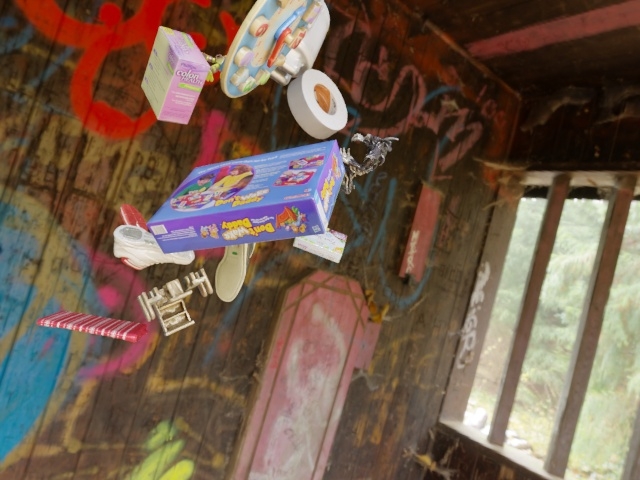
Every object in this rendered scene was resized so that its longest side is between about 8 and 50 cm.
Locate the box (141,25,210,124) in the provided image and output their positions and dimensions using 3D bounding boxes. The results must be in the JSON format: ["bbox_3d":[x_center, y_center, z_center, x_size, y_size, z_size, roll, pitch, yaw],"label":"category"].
[{"bbox_3d":[-0.518,-0.580,1.675,0.117,0.243,0.214,-2,47,-42],"label":"box"}]

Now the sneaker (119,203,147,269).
[{"bbox_3d":[-0.635,-0.002,1.572,0.128,0.221,0.087,-32,-9,18],"label":"sneaker"}]

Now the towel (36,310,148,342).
[{"bbox_3d":[-0.672,0.259,1.426,0.274,0.031,0.199,12,-4,-10],"label":"towel"}]

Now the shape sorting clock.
[{"bbox_3d":[-0.051,-0.261,0.587,0.040,0.206,0.206,38,-7,-6],"label":"shape sorting clock"}]

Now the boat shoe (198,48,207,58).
[{"bbox_3d":[-0.580,-0.693,1.962,0.104,0.111,0.307,33,-45,-23],"label":"boat shoe"}]

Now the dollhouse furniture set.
[{"bbox_3d":[-0.495,0.226,1.628,0.212,0.161,0.242,-23,-2,-31],"label":"dollhouse furniture set"}]

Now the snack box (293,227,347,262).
[{"bbox_3d":[0.000,0.000,1.374,0.141,0.037,0.100,21,38,-1],"label":"snack box"}]

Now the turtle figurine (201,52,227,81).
[{"bbox_3d":[-0.424,-0.772,2.108,0.269,0.217,0.087,20,-49,-13],"label":"turtle figurine"}]

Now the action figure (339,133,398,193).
[{"bbox_3d":[0.130,-0.277,1.582,0.141,0.164,0.275,47,-48,2],"label":"action figure"}]

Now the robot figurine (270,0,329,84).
[{"bbox_3d":[-0.089,-0.709,1.621,0.199,0.354,0.300,30,-22,-26],"label":"robot figurine"}]

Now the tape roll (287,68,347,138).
[{"bbox_3d":[-0.008,-0.452,1.571,0.072,0.219,0.219,-22,-29,39],"label":"tape roll"}]

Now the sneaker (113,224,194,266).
[{"bbox_3d":[-0.492,0.033,1.394,0.232,0.115,0.090,18,36,-17],"label":"sneaker"}]

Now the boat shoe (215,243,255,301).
[{"bbox_3d":[-0.212,0.049,1.231,0.084,0.233,0.079,19,14,17],"label":"boat shoe"}]

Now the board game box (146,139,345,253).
[{"bbox_3d":[-0.140,-0.090,0.961,0.346,0.233,0.078,-7,-56,19],"label":"board game box"}]
